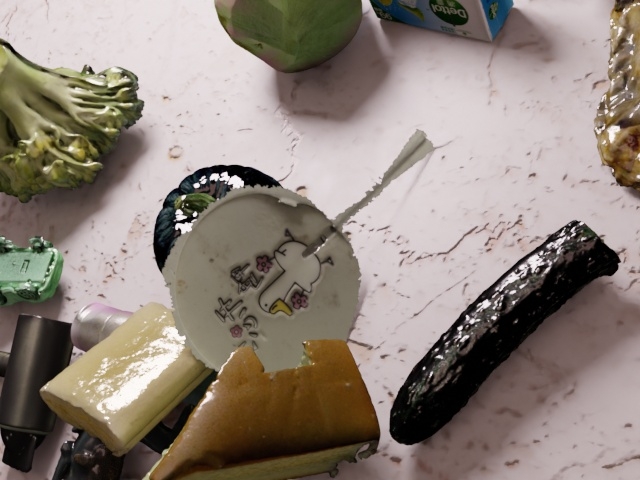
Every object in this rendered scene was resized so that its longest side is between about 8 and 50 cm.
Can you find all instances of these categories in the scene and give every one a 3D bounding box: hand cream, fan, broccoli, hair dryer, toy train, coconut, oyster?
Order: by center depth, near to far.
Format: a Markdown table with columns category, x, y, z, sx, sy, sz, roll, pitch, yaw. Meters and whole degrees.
| category | x | y | z | sx | sy | sz | roll | pitch | yaw |
| --- | --- | --- | --- | --- | --- | --- | --- | --- | --- |
| oyster | 0.384 | -0.210 | 0.965 | 0.128 | 0.078 | 0.345 | -9 | 61 | 30 |
| fan | 0.000 | 0.000 | 0.987 | 0.414 | 0.233 | 0.012 | -40 | 7 | -22 |
| hand cream | -0.175 | 0.152 | 1.015 | 0.312 | 0.070 | 0.111 | 14 | 67 | 27 |
| hair dryer | -0.439 | 0.196 | 1.120 | 0.248 | 0.078 | 0.196 | 1 | 76 | 42 |
| coconut | -0.048 | -0.344 | 1.155 | 0.204 | 0.236 | 0.236 | -8 | 57 | -3 |
| toy train | -0.439 | 0.053 | 1.192 | 0.149 | 0.081 | 0.099 | -2 | 61 | 18 |
| broccoli | -0.430 | -0.190 | 1.221 | 0.248 | 0.245 | 0.288 | 39 | 88 | 27 |

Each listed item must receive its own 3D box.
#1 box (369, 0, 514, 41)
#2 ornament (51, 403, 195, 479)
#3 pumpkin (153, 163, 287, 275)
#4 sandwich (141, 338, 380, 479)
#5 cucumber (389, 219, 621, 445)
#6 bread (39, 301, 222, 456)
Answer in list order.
| category | x | y | z | sx | sy | sz | roll | pitch | yaw |
| --- | --- | --- | --- | --- | --- | --- | --- | --- | --- |
| box | 0.149 | -0.356 | 1.110 | 0.194 | 0.139 | 0.073 | 22 | 73 | 33 |
| ornament | -0.194 | 0.275 | 0.938 | 0.236 | 0.080 | 0.202 | 18 | 81 | 27 |
| pumpkin | -0.119 | -0.010 | 1.040 | 0.194 | 0.150 | 0.194 | 7 | 54 | -10 |
| sandwich | -0.075 | 0.191 | 0.841 | 0.235 | 0.122 | 0.128 | -1 | 52 | -28 |
| cucumber | 0.181 | 0.099 | 0.873 | 0.303 | 0.072 | 0.081 | -41 | 54 | -1 |
| bread | -0.207 | 0.151 | 0.929 | 0.139 | 0.060 | 0.178 | 20 | 44 | 32 |
